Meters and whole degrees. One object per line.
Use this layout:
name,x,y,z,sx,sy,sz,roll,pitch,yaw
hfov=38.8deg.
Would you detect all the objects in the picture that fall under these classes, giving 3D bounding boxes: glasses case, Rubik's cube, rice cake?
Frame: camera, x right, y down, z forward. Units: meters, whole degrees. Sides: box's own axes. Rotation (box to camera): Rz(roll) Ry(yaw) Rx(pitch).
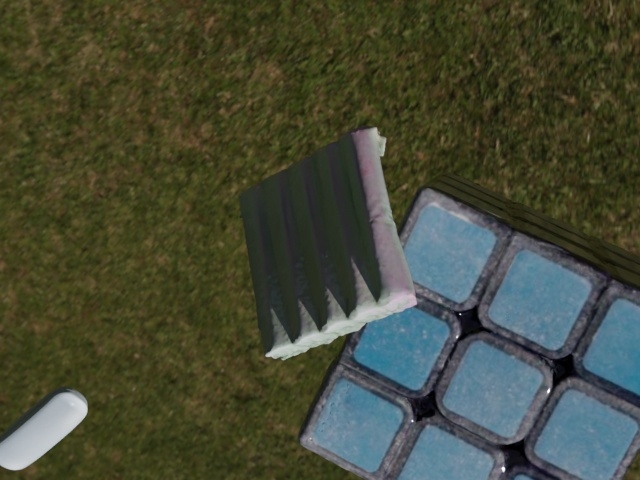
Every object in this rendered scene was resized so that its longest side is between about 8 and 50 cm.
glasses case,-0.456,0.306,1.475,0.178,0.045,0.067,-40,120,7
Rubik's cube,0.191,0.121,0.994,0.301,0.304,0.305,25,100,8
rice cake,0.000,0.000,0.852,0.189,0.198,0.037,-26,145,34
